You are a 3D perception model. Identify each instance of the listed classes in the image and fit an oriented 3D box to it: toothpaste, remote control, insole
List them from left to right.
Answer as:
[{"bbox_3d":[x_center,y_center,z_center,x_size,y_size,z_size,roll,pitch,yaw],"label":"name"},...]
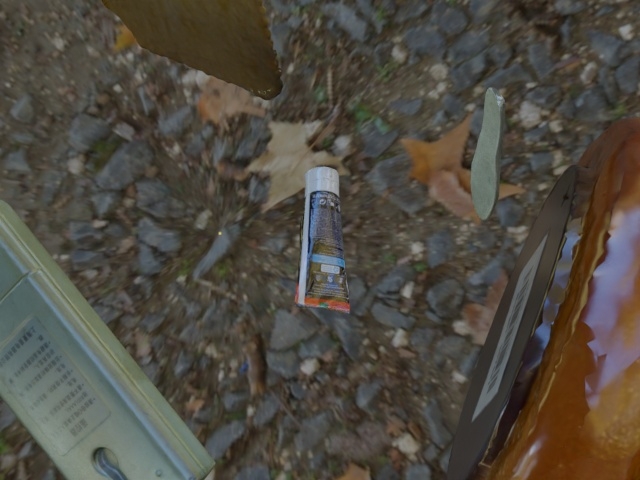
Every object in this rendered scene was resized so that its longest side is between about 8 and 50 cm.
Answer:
[{"bbox_3d":[-0.169,0.084,0.698,0.098,0.038,0.233,-42,85,33],"label":"remote control"},{"bbox_3d":[0.000,0.000,1.351,0.071,0.045,0.193,8,61,-18],"label":"toothpaste"},{"bbox_3d":[0.206,-0.102,1.335,0.010,0.063,0.192,-14,132,-15],"label":"insole"}]

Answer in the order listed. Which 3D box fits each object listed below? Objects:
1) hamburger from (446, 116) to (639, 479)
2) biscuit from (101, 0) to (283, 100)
[{"bbox_3d":[0.238,0.094,0.696,0.250,0.330,0.330,22,88,5],"label":"hamburger"},{"bbox_3d":[-0.142,-0.244,1.018,0.232,0.237,0.013,25,61,24],"label":"biscuit"}]
